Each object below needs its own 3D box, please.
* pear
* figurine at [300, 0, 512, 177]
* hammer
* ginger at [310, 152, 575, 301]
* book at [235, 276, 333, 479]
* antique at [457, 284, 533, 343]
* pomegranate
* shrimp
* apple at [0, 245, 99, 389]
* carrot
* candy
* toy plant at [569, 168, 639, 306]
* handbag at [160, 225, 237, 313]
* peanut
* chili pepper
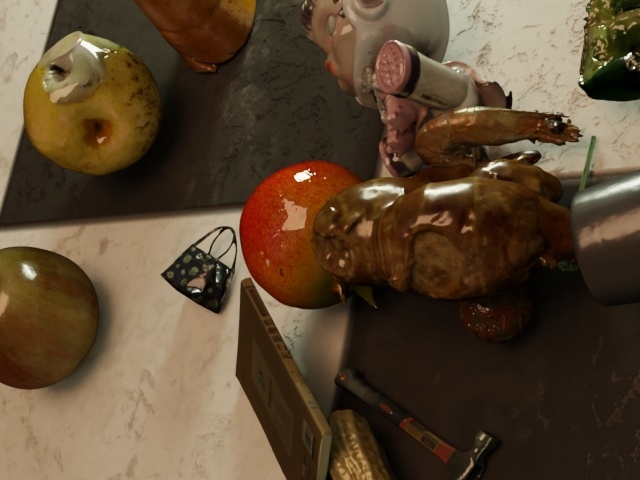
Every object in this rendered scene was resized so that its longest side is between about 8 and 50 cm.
[{"bbox_3d":[-0.419,-0.250,2.271,0.271,0.271,0.271,-19,59,35],"label":"pear"},{"bbox_3d":[0.112,-0.282,1.851,0.253,0.211,0.361,104,146,-49],"label":"figurine"},{"bbox_3d":[0.118,0.251,1.713,0.287,0.033,0.111,34,93,45],"label":"hammer"},{"bbox_3d":[0.176,-0.017,1.622,0.357,0.274,0.152,6,110,48],"label":"ginger"},{"bbox_3d":[-0.059,0.232,1.793,0.217,0.021,0.310,96,153,-43],"label":"book"},{"bbox_3d":[0.232,0.090,1.641,0.104,0.104,0.104,-19,59,35],"label":"antique"},{"bbox_3d":[0.000,0.000,1.818,0.256,0.221,0.221,35,95,32],"label":"pomegranate"},{"bbox_3d":[0.248,-0.131,1.720,0.236,0.133,0.053,-5,37,17],"label":"shrimp"},{"bbox_3d":[-0.529,0.135,2.202,0.257,0.234,0.257,-16,64,36],"label":"apple"},{"bbox_3d":[-0.258,-0.443,2.219,0.196,0.254,0.196,-18,58,31],"label":"carrot"},{"bbox_3d":[0.344,-0.052,1.649,0.060,0.060,0.201,-1,63,41],"label":"candy"},{"bbox_3d":[0.498,-0.046,1.415,0.400,0.185,0.279,-15,52,26],"label":"toy plant"},{"bbox_3d":[-0.188,0.035,2.059,0.115,0.072,0.139,28,86,49],"label":"handbag"},{"bbox_3d":[0.059,0.321,1.691,0.083,0.093,0.194,-25,64,-5],"label":"peanut"},{"bbox_3d":[0.432,-0.300,1.650,0.148,0.116,0.265,-11,63,51],"label":"chili pepper"}]
